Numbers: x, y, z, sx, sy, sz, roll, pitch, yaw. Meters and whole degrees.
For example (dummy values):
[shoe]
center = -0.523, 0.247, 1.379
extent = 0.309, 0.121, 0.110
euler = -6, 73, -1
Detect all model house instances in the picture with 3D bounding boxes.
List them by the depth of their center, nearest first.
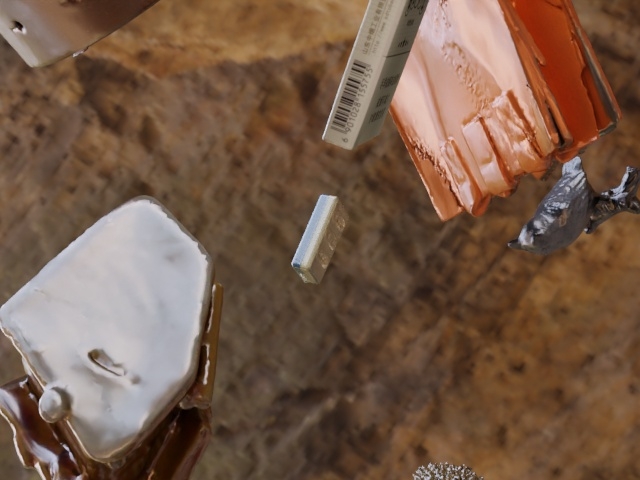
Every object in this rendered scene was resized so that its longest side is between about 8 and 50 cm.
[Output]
[model house]
center = -0.164, 0.122, 1.133
extent = 0.220, 0.199, 0.229
euler = -35, -27, -24

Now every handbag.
[handbag]
center = 0.217, -0.206, 1.751
extent = 0.116, 0.303, 0.410
euler = -22, -5, -18

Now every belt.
[belt]
center = -0.221, -0.294, 1.361
extent = 0.339, 0.122, 0.217
euler = -16, 33, 44

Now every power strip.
[power strip]
center = 0.000, 0.000, 1.880
extent = 0.123, 0.032, 0.056
euler = -67, -29, -21

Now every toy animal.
[toy animal]
center = 0.347, -0.053, 1.868
extent = 0.210, 0.117, 0.121
euler = -19, 1, -39

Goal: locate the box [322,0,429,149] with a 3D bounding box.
[box]
center = 0.068, -0.206, 1.205
extent = 0.139, 0.035, 0.245
euler = -38, -32, -72

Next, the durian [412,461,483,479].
[durian]
center = 0.202, 0.438, 2.096
extent = 0.196, 0.167, 0.196
euler = -165, 90, -74
